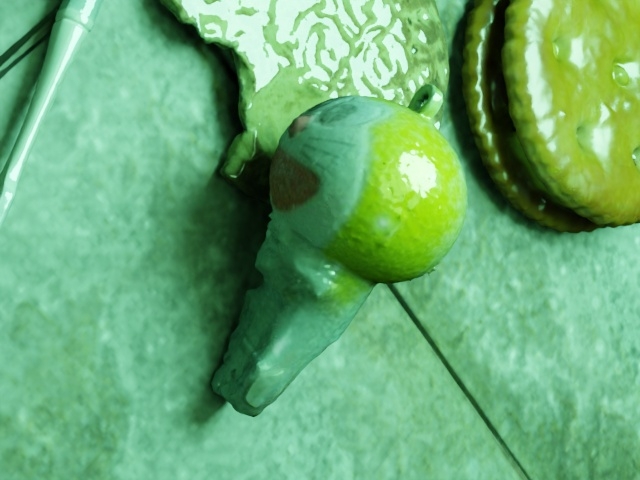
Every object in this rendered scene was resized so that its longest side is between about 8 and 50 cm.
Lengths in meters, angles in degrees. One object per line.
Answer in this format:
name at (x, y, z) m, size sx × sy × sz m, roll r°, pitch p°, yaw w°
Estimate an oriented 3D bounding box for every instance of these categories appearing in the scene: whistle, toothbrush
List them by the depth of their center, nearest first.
toothbrush at (-0.134, -0.145, 0.854) m, size 0.030 × 0.025 × 0.342 m, roll 31°, pitch 70°, yaw -30°
whistle at (0.000, 0.000, 0.884) m, size 0.123 × 0.123 × 0.223 m, roll 32°, pitch 95°, yaw -32°

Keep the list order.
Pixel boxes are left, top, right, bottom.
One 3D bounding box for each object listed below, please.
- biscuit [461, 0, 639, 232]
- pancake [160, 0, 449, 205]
biscuit at (0.192, -0.113, 1.078) m, size 0.220 × 0.066 × 0.220 m, roll 4°, pitch 83°, yaw -41°
pancake at (-0.002, -0.127, 0.951) m, size 0.212 × 0.029 × 0.235 m, roll -20°, pitch 100°, yaw -37°
